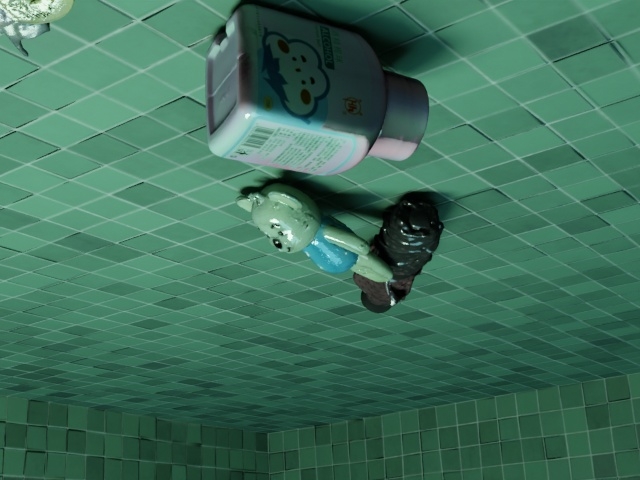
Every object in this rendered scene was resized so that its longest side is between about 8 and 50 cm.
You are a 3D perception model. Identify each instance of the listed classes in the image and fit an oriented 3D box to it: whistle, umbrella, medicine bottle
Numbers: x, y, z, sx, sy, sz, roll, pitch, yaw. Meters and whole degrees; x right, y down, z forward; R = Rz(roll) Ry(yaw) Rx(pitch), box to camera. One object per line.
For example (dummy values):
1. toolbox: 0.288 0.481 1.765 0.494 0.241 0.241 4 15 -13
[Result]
1. whistle: 0.000 0.000 1.220 0.235 0.077 0.114 32 156 -32
2. umbrella: 0.103 0.029 1.363 0.090 0.094 0.326 -44 170 -21
3. medicine bottle: -0.002 -0.126 0.862 0.187 0.119 0.094 9 154 -27

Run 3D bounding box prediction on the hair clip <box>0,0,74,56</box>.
1. hair clip: -0.246 -0.202 0.718 0.146 0.056 0.187 -12 157 4
